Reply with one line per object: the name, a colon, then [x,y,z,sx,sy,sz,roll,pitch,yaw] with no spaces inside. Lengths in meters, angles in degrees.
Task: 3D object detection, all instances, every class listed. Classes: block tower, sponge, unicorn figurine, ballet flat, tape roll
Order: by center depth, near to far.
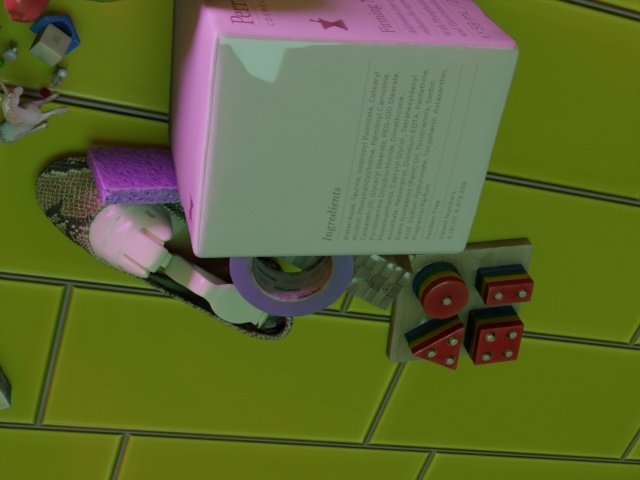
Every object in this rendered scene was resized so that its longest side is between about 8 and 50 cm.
unicorn figurine: [-0.417,-0.178,1.352,0.111,0.060,0.162,-32,169,-46]
sponge: [-0.239,-0.099,1.449,0.210,0.117,0.031,-2,127,-29]
tape roll: [-0.045,0.020,1.478,0.189,0.080,0.188,-2,123,-3]
ballet flat: [-0.221,0.027,1.526,0.483,0.182,0.164,33,102,-32]
block tower: [0.000,0.000,1.569,0.336,0.097,0.091,25,117,-20]

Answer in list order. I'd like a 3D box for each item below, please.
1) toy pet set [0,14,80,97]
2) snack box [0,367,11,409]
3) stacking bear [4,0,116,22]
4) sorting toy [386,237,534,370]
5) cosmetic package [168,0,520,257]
toy pet set: [-0.400,-0.277,1.353,0.122,0.065,0.114,35,144,-30]
snack box: [-0.661,0.179,1.580,0.187,0.060,0.321,-17,127,-4]
stacking bear: [-0.233,-0.358,1.154,0.289,0.164,0.175,7,145,11]
sorting toy: [0.269,0.135,1.804,0.256,0.089,0.257,-5,125,-13]
cosmetic package: [0.006,-0.196,1.345,0.394,0.329,0.327,-1,125,-16]
